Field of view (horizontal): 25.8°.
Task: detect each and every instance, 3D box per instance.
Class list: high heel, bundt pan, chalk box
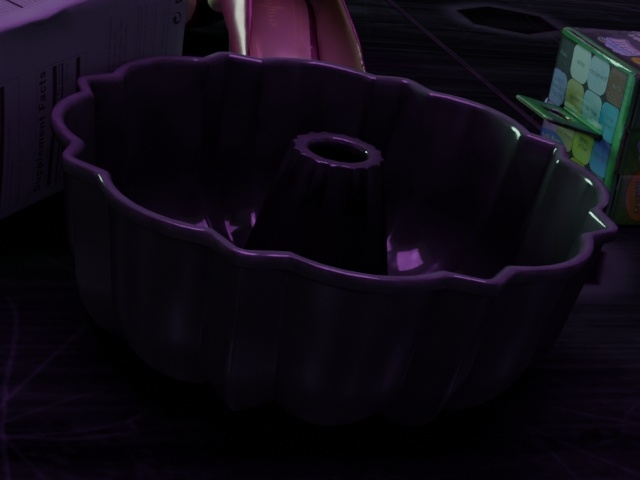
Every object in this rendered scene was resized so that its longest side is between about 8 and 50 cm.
[{"bbox_3d":[-0.013,-0.167,1.160,0.127,0.181,0.377,-1,24,-23],"label":"high heel"},{"bbox_3d":[0.000,0.000,0.834,0.331,0.124,0.331,9,25,-4],"label":"bundt pan"},{"bbox_3d":[0.266,-0.094,1.158,0.213,0.132,0.132,-1,25,-19],"label":"chalk box"}]

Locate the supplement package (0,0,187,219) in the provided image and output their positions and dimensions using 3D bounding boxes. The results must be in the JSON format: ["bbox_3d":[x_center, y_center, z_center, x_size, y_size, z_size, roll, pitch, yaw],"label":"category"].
[{"bbox_3d":[-0.215,-0.108,0.876,0.139,0.133,0.244,27,36,26],"label":"supplement package"}]

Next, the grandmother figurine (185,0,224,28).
[{"bbox_3d":[-0.148,-0.246,1.398,0.208,0.104,0.342,19,25,41],"label":"grandmother figurine"}]

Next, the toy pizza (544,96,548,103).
[{"bbox_3d":[0.320,-0.123,1.370,0.201,0.032,0.201,7,23,-3],"label":"toy pizza"}]
